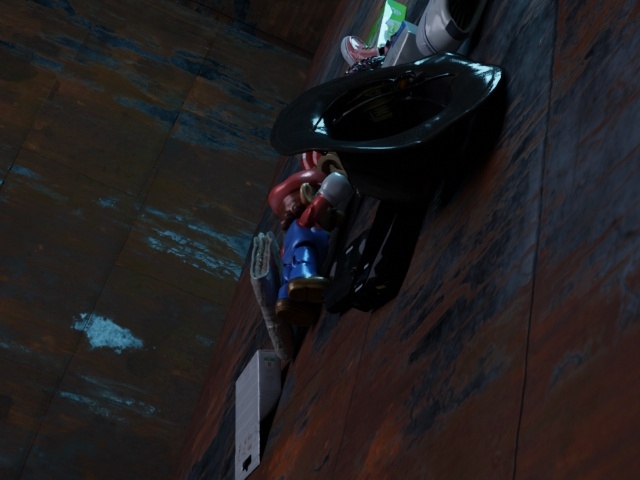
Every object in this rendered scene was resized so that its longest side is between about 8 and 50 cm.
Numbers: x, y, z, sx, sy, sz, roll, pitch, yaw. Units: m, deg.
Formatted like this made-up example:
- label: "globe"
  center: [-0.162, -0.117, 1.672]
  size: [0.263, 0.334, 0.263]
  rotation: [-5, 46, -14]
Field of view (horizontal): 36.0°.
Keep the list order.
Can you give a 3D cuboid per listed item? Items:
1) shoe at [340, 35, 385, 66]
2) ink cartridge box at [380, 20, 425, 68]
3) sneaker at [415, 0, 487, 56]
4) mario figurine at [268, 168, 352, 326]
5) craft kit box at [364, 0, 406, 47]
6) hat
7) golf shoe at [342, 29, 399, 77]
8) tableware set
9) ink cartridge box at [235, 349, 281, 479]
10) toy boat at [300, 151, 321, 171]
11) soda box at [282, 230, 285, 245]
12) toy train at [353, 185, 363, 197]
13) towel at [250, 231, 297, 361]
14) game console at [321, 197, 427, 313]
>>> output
- label: "shoe"
  center: [0.106, -0.368, 1.979]
  size: [0.081, 0.063, 0.178]
  rotation: [-56, 49, 39]
- label: "ink cartridge box"
  center: [0.126, -0.237, 1.635]
  size: [0.134, 0.078, 0.231]
  rotation: [-89, 22, -69]
- label: "sneaker"
  center: [0.217, -0.384, 1.461]
  size: [0.091, 0.094, 0.258]
  rotation: [-20, 50, 55]
- label: "mario figurine"
  center: [0.000, 0.000, 1.850]
  size: [0.198, 0.170, 0.320]
  rotation: [-21, 47, 27]
- label: "craft kit box"
  center: [0.110, -0.373, 2.197]
  size: [0.250, 0.061, 0.246]
  rotation: [-77, 15, -47]
- label: "hat"
  center: [0.092, -0.126, 1.257]
  size: [0.331, 0.331, 0.134]
  rotation: [-86, -19, -65]
- label: "golf shoe"
  center: [0.112, -0.303, 1.797]
  size: [0.186, 0.067, 0.086]
  rotation: [-38, -27, -17]
- label: "tableware set"
  center: [-0.010, -0.178, 1.970]
  size: [0.039, 0.194, 0.128]
  rotation: [-35, -10, -45]
- label: "ink cartridge box"
  center: [-0.121, 0.348, 1.909]
  size: [0.181, 0.056, 0.224]
  rotation: [124, 147, -56]
- label: "toy boat"
  center: [-0.002, -0.207, 2.066]
  size: [0.231, 0.151, 0.151]
  rotation: [131, 144, -66]
- label: "soda box"
  center: [-0.052, -0.024, 2.320]
  size: [0.181, 0.058, 0.061]
  rotation: [-105, 38, -76]
- label: "toy train"
  center: [0.076, -0.156, 1.762]
  size: [0.036, 0.027, 0.158]
  rotation: [4, 95, 61]
- label: "towel"
  center: [-0.088, 0.100, 1.950]
  size: [0.282, 0.049, 0.187]
  rotation: [-94, -13, -70]
- label: "game console"
  center: [0.073, 0.015, 1.466]
  size: [0.361, 0.044, 0.213]
  rotation: [134, 158, -68]
